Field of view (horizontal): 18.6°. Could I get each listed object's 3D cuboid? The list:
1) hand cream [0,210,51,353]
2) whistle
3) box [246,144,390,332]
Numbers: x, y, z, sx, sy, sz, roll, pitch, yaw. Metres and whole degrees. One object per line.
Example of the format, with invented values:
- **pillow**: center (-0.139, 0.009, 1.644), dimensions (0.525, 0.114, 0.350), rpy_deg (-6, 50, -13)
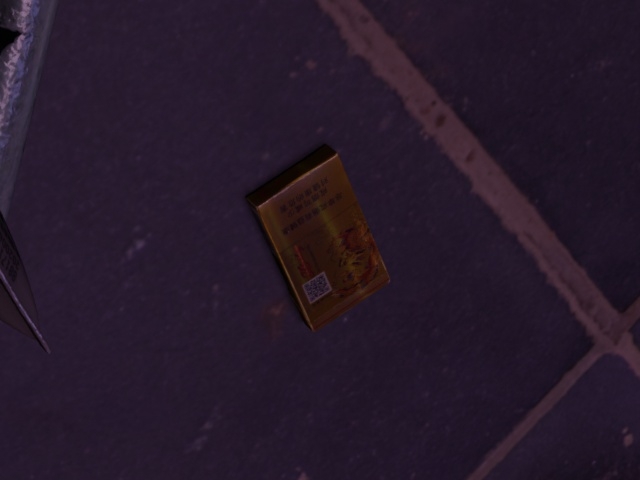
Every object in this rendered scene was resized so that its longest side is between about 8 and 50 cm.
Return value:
- **hand cream**: center (-0.261, -0.039, 1.295), dimensions (0.089, 0.314, 0.139), rpy_deg (-36, 127, -14)
- **whistle**: center (-0.246, -0.085, 1.445), dimensions (0.062, 0.062, 0.312), rpy_deg (1, 116, -34)
- **box**: center (0.000, 0.000, 1.682), dimensions (0.089, 0.022, 0.156), rpy_deg (-34, 130, -10)
